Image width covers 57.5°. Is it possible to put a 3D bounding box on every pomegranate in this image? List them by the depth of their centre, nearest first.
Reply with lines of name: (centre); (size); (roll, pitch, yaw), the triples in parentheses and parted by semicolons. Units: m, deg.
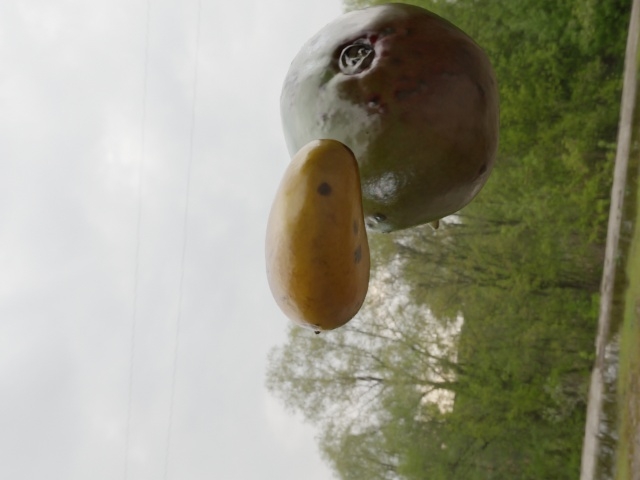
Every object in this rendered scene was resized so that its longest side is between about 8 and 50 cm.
pomegranate: (0.082, -0.138, 0.761); (0.323, 0.291, 0.290); (87, -165, -71)

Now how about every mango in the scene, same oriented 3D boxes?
mango: (-0.001, 0.003, 0.522); (0.115, 0.090, 0.178); (-53, -31, -49)
